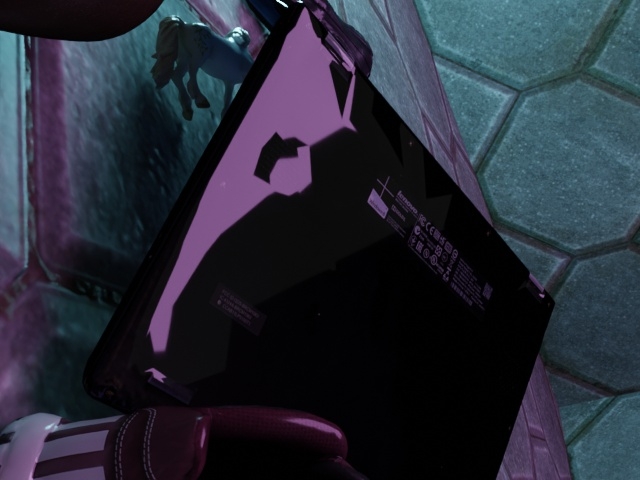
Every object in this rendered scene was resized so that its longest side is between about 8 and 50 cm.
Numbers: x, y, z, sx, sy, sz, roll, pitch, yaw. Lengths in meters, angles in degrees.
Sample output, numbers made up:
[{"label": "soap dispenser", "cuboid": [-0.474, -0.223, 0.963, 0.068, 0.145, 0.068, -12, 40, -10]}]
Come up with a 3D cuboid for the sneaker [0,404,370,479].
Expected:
[{"label": "sneaker", "cuboid": [-0.028, 0.174, 0.393, 0.106, 0.163, 0.281, -89, 154, -43]}]

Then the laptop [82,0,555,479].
[{"label": "laptop", "cuboid": [0.000, 0.000, 0.631, 0.382, 0.236, 0.407, 42, 63, -37]}]

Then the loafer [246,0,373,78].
[{"label": "loafer", "cuboid": [-0.010, -0.252, 0.937, 0.223, 0.076, 0.078, 27, 61, -46]}]

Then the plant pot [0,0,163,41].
[{"label": "plant pot", "cuboid": [-0.149, -0.186, 0.350, 0.230, 0.216, 0.215, 52, 24, -80]}]

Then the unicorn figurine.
[{"label": "unicorn figurine", "cuboid": [-0.089, -0.155, 0.676, 0.162, 0.060, 0.111, 30, 50, -68]}]
